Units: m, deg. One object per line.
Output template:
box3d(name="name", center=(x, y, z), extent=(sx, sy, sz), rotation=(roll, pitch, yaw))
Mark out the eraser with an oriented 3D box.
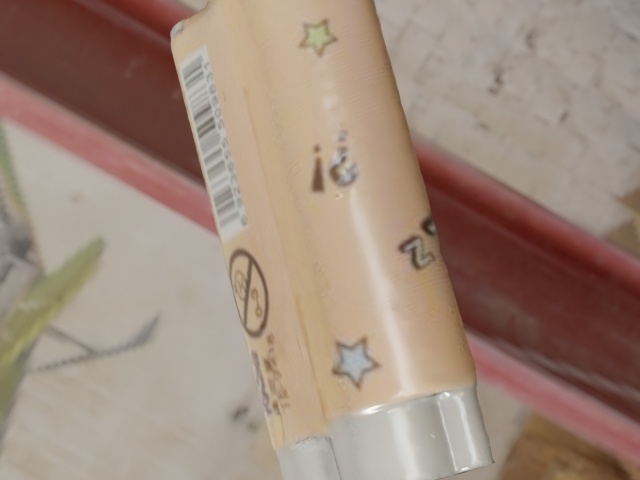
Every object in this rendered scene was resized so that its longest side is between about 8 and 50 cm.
box3d(name="eraser", center=(0.000, 0.000, 1.063), extent=(0.171, 0.087, 0.290), rotation=(-30, 72, 62))
